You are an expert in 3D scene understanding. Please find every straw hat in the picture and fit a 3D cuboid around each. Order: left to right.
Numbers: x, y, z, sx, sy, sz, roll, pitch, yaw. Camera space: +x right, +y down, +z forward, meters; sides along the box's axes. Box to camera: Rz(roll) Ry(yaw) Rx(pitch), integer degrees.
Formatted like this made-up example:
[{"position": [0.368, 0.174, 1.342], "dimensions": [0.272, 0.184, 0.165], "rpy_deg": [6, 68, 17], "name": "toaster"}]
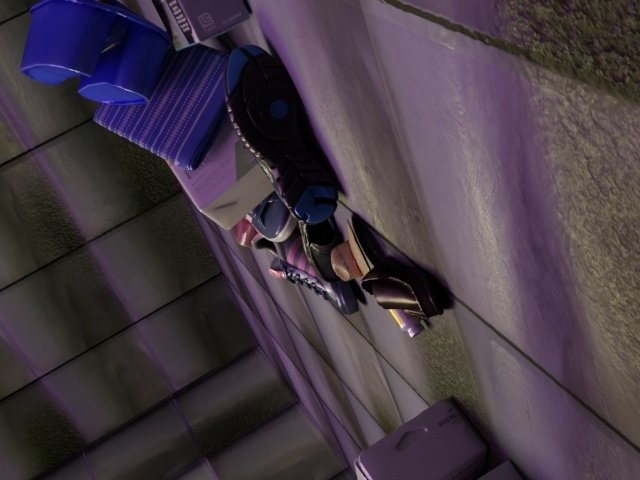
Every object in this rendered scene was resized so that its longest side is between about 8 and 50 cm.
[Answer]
[{"position": [0.051, 0.037, 1.570], "dimensions": [0.144, 0.061, 0.144], "rpy_deg": [-24, -90, -87], "name": "straw hat"}]

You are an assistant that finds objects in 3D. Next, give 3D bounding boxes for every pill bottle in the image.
[{"position": [0.149, 0.130, 1.516], "dimensions": [0.083, 0.043, 0.043], "rpy_deg": [57, 167, 16], "name": "pill bottle"}]

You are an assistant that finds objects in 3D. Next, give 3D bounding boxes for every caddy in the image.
[{"position": [-0.435, -0.381, 1.656], "dimensions": [0.241, 0.179, 0.341], "rpy_deg": [18, 176, -33], "name": "caddy"}]

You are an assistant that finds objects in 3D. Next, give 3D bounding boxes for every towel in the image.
[{"position": [-0.304, -0.295, 1.739], "dimensions": [0.336, 0.243, 0.040], "rpy_deg": [28, 178, 35], "name": "towel"}]

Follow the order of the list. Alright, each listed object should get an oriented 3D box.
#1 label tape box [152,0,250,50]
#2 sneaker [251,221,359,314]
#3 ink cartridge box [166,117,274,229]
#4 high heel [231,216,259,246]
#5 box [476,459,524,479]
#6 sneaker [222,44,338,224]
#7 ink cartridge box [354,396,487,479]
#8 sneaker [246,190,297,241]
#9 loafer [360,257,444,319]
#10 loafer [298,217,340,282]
[{"position": [-0.273, -0.522, 1.522], "dimensions": [0.348, 0.115, 0.249], "rpy_deg": [62, 168, -17], "name": "label tape box"}, {"position": [-0.037, 0.071, 1.911], "dimensions": [0.319, 0.131, 0.112], "rpy_deg": [49, 164, 38], "name": "sneaker"}, {"position": [-0.225, -0.222, 1.763], "dimensions": [0.353, 0.207, 0.119], "rpy_deg": [54, -172, 29], "name": "ink cartridge box"}, {"position": [-0.219, -0.168, 2.249], "dimensions": [0.377, 0.127, 0.181], "rpy_deg": [56, 139, 36], "name": "high heel"}, {"position": [0.322, 0.575, 1.574], "dimensions": [0.215, 0.168, 0.345], "rpy_deg": [55, 167, 25], "name": "box"}, {"position": [-0.088, -0.186, 1.541], "dimensions": [0.341, 0.125, 0.139], "rpy_deg": [67, 171, -20], "name": "sneaker"}, {"position": [0.201, 0.472, 1.685], "dimensions": [0.129, 0.223, 0.307], "rpy_deg": [51, 165, 32], "name": "ink cartridge box"}, {"position": [-0.173, -0.111, 1.917], "dimensions": [0.148, 0.131, 0.350], "rpy_deg": [20, -166, -36], "name": "sneaker"}, {"position": [0.131, 0.091, 1.416], "dimensions": [0.080, 0.078, 0.220], "rpy_deg": [63, 167, -16], "name": "loafer"}, {"position": [0.000, 0.000, 1.728], "dimensions": [0.078, 0.076, 0.223], "rpy_deg": [-125, 15, -58], "name": "loafer"}]
